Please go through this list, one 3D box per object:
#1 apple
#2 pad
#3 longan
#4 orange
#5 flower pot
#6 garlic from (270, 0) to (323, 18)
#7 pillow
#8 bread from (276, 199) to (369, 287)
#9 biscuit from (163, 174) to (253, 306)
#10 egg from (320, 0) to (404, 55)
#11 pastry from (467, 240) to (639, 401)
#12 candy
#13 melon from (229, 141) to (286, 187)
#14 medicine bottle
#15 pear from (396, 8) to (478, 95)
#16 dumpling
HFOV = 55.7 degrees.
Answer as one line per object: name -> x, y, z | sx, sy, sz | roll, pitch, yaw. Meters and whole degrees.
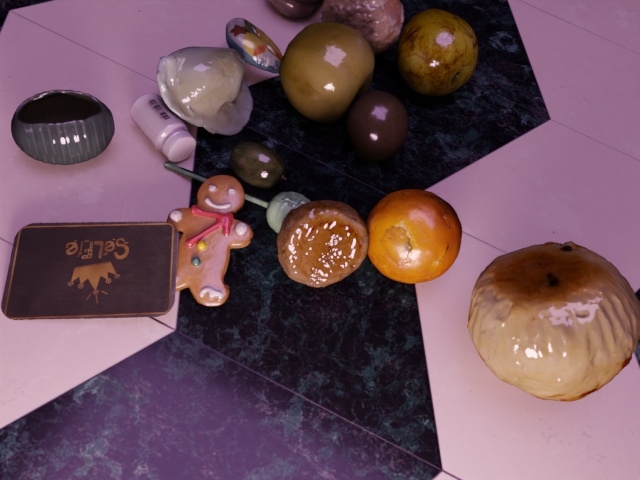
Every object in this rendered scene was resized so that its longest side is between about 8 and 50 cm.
apple -> 0.018, -0.503, 1.808 | 0.254, 0.292, 0.292 | 37, 54, 2
pad -> -0.516, 0.022, 1.369 | 0.376, 0.063, 0.314 | -1, 61, -7
longan -> 0.168, -0.341, 1.776 | 0.198, 0.198, 0.212 | 20, 51, 0
orange -> 0.232, -0.012, 1.525 | 0.246, 0.246, 0.246 | 7, 54, -10
flower pot -> -0.650, -0.285, 1.538 | 0.243, 0.157, 0.189 | -6, 59, -20
garlic -> -0.082, -0.893, 2.091 | 0.292, 0.210, 0.237 | 1, 61, -24
pillow -> -0.203, -0.606, 1.891 | 0.214, 0.086, 0.233 | 31, 24, -23
bread -> 0.000, 0.000, 1.473 | 0.230, 0.229, 0.123 | 2, 28, -13
biscuit -> -0.278, -0.019, 1.465 | 0.216, 0.047, 0.339 | 18, 67, 4
egg -> 0.140, -0.745, 2.012 | 0.279, 0.279, 0.310 | -19, 42, -26
pastry -> 0.542, 0.193, 1.411 | 0.389, 0.312, 0.388 | -13, 26, 6
candy -> -0.217, -0.124, 1.590 | 0.440, 0.119, 0.119 | 22, 53, 12
melon -> -0.165, -0.203, 1.633 | 0.167, 0.114, 0.114 | 28, 53, 9
medicine bottle -> -0.427, -0.306, 1.644 | 0.103, 0.102, 0.186 | -31, 67, -30
pear -> 0.373, -0.611, 1.974 | 0.284, 0.283, 0.283 | 7, 54, -10
dumpling -> -0.319, -0.453, 1.711 | 0.321, 0.211, 0.270 | -21, 62, -26
